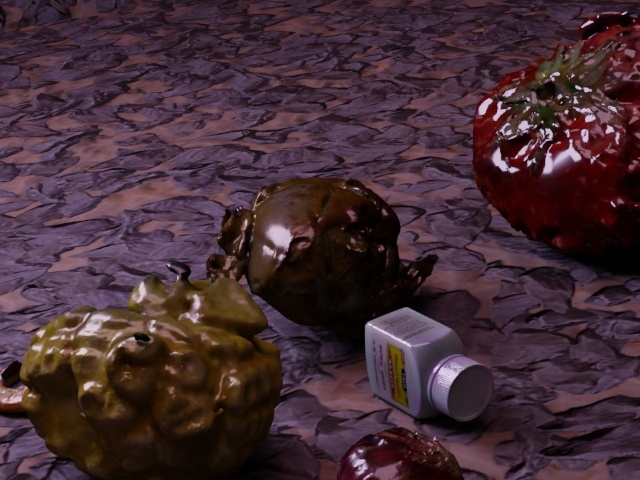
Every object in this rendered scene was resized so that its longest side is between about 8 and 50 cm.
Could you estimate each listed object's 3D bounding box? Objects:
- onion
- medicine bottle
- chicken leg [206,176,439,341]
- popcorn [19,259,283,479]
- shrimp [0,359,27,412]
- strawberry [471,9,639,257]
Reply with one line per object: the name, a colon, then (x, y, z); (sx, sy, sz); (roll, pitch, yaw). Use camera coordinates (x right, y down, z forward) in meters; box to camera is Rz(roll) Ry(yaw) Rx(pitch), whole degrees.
onion: (0.060, 0.188, 1.162); (0.107, 0.097, 0.107); (23, 23, -10)
medicine bottle: (0.093, 0.112, 1.356); (0.055, 0.074, 0.118); (-18, 26, -30)
chicken leg: (0.013, -0.002, 1.587); (0.211, 0.140, 0.361); (21, 12, 4)
popcorn: (-0.134, 0.111, 1.286); (0.218, 0.169, 0.189); (13, 28, 30)
shrimp: (-0.251, 0.127, 1.471); (0.127, 0.025, 0.091); (-17, 23, -19)
strawberry: (0.309, -0.089, 1.651); (0.274, 0.220, 0.274); (-21, 46, 24)
